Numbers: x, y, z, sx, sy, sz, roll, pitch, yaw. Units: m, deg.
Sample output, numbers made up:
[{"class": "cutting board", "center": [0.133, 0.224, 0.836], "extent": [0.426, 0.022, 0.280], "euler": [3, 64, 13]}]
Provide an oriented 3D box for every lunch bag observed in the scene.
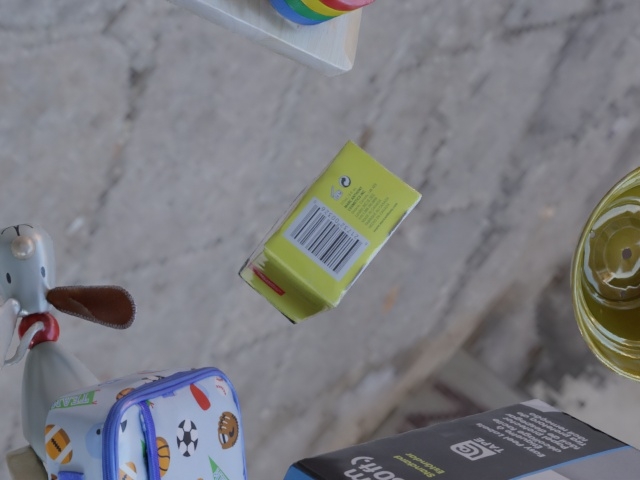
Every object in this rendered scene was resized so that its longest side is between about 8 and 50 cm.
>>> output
[{"class": "lunch bag", "center": [-0.165, 0.281, 1.737], "extent": [0.243, 0.115, 0.303], "euler": [-15, 101, -62]}]

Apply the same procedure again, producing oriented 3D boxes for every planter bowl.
[{"class": "planter bowl", "center": [0.308, 0.020, 1.686], "extent": [0.217, 0.090, 0.217], "euler": [-5, 103, -22]}]

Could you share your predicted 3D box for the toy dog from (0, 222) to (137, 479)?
[{"class": "toy dog", "center": [-0.278, 0.140, 1.870], "extent": [0.220, 0.334, 0.161], "euler": [-37, 175, -20]}]

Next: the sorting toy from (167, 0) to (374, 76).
[{"class": "sorting toy", "center": [-0.038, -0.294, 1.384], "extent": [0.255, 0.089, 0.257], "euler": [22, 68, -36]}]

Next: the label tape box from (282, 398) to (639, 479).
[{"class": "label tape box", "center": [0.100, 0.213, 1.056], "extent": [0.347, 0.249, 0.115], "euler": [-6, 114, -43]}]

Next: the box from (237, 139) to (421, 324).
[{"class": "box", "center": [0.000, 0.000, 1.134], "extent": [0.087, 0.058, 0.232], "euler": [-51, -177, -7]}]
